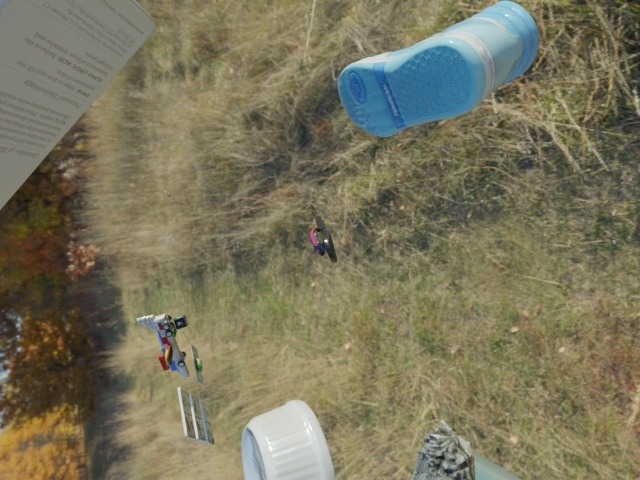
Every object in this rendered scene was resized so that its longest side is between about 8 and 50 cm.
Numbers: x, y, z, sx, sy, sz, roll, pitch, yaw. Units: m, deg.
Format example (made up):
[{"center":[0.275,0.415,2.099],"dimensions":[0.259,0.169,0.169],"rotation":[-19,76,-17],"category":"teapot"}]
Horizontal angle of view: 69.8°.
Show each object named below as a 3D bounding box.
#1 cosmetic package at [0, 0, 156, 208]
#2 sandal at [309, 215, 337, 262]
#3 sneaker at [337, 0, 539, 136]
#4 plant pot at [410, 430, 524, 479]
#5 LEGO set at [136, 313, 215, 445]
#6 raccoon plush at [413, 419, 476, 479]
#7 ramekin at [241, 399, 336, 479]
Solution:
[{"center":[-0.374,-0.151,0.417],"dimensions":[0.217,0.385,0.156],"rotation":[46,-173,5],"category":"cosmetic package"},{"center":[0.000,0.000,0.909],"dimensions":[0.179,0.040,0.067],"rotation":[-114,8,-69],"category":"sandal"},{"center":[0.179,-0.258,0.702],"dimensions":[0.319,0.208,0.127],"rotation":[20,138,58],"category":"sneaker"},{"center":[0.262,0.504,0.777],"dimensions":[0.248,0.247,0.252],"rotation":[25,166,17],"category":"plant pot"},{"center":[-0.249,0.234,0.806],"dimensions":[0.182,0.060,0.244],"rotation":[87,165,-63],"category":"LEGO set"},{"center":[0.080,0.236,0.248],"dimensions":[0.299,0.216,0.446],"rotation":[54,176,42],"category":"raccoon plush"},{"center":[-0.079,0.488,0.972],"dimensions":[0.273,0.127,0.272],"rotation":[174,90,-66],"category":"ramekin"}]
